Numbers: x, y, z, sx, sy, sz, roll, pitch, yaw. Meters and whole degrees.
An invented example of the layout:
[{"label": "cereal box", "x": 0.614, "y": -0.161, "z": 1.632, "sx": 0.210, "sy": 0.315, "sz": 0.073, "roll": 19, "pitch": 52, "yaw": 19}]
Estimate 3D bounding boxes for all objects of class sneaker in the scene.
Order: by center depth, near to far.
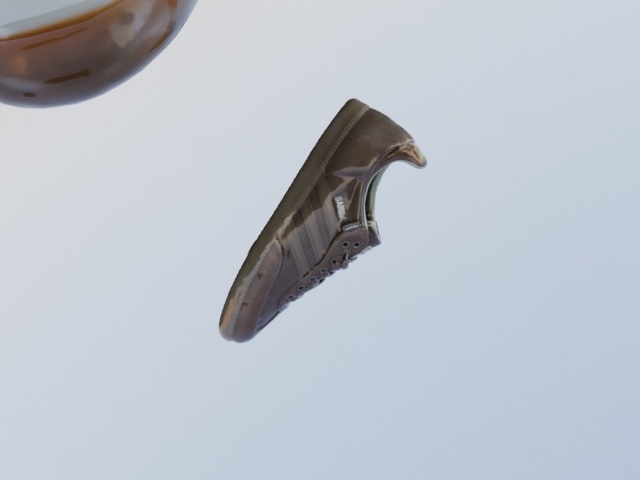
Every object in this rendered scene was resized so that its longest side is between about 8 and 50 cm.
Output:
[{"label": "sneaker", "x": 0.000, "y": 0.000, "z": 1.124, "sx": 0.188, "sy": 0.071, "sz": 0.066, "roll": -59, "pitch": 176, "yaw": 13}]

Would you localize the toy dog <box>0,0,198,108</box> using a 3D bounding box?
[{"label": "toy dog", "x": -0.014, "y": -0.188, "z": 0.455, "sx": 0.408, "sy": 0.284, "sz": 0.395, "roll": -21, "pitch": -132, "yaw": 39}]
